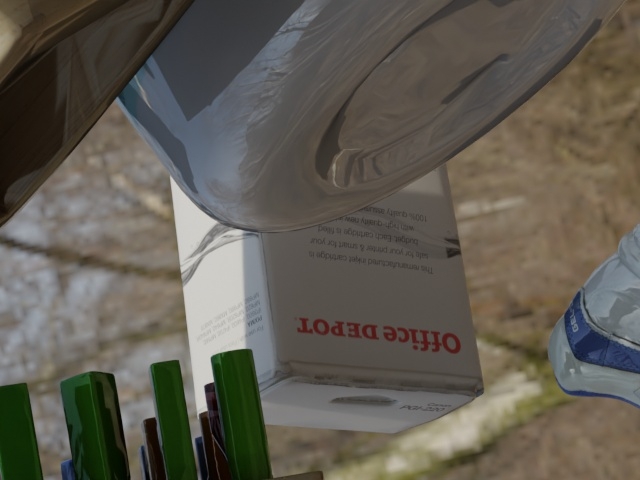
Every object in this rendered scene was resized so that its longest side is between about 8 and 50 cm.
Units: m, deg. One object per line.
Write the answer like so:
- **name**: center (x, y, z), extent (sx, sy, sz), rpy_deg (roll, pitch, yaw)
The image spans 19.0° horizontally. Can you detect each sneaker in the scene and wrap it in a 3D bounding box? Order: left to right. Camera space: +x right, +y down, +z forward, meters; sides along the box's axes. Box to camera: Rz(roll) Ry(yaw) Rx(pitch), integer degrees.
- **sneaker**: center (0.249, 0.107, 1.029), extent (0.296, 0.131, 0.112), rpy_deg (42, -160, -11)

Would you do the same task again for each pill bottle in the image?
- **pill bottle**: center (-0.041, -0.142, 0.491), extent (0.264, 0.146, 0.146), rpy_deg (54, 179, 16)

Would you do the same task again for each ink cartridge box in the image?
- **ink cartridge box**: center (0.000, 0.000, 1.154), extent (0.158, 0.092, 0.218), rpy_deg (8, -117, -36)

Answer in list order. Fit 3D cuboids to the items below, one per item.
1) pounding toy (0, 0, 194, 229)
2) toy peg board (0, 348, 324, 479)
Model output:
- **pounding toy**: center (-0.083, -0.064, 0.373), extent (0.100, 0.141, 0.130), rpy_deg (44, -149, 0)
- **toy peg board**: center (-0.094, 0.108, 0.936), extent (0.160, 0.161, 0.079), rpy_deg (130, 131, -74)
